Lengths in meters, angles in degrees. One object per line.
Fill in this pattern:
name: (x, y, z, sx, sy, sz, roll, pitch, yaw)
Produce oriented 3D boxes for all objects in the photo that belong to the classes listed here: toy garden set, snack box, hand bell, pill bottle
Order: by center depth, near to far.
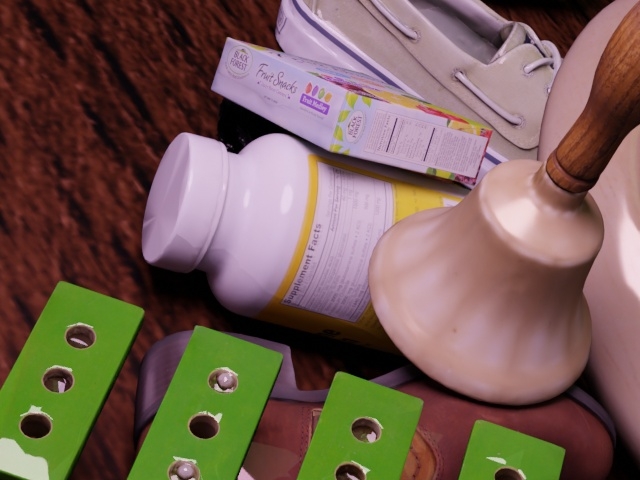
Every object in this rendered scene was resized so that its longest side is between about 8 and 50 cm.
toy garden set: (-0.036, 0.141, 0.753, 0.244, 0.049, 0.203, 19, 48, 4)
hand bell: (0.121, -0.041, 0.831, 0.126, 0.242, 0.126, 13, 47, -14)
pill bottle: (0.000, 0.000, 0.975, 0.184, 0.103, 0.103, 16, 41, -20)
snack box: (0.015, -0.074, 0.992, 0.100, 0.037, 0.141, 13, 10, -34)

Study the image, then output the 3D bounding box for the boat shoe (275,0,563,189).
boat shoe: (0.113, -0.098, 1.165, 0.302, 0.094, 0.109, 29, 38, -4)

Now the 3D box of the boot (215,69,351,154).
boot: (-0.015, -0.070, 1.091, 0.099, 0.045, 0.121, 11, 44, -21)

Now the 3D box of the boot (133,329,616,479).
boot: (0.042, 0.175, 0.822, 0.264, 0.096, 0.280, 14, 42, -22)

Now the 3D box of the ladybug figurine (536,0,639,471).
ladybug figurine: (0.285, 0.050, 1.027, 0.305, 0.162, 0.449, -15, 63, -13)
